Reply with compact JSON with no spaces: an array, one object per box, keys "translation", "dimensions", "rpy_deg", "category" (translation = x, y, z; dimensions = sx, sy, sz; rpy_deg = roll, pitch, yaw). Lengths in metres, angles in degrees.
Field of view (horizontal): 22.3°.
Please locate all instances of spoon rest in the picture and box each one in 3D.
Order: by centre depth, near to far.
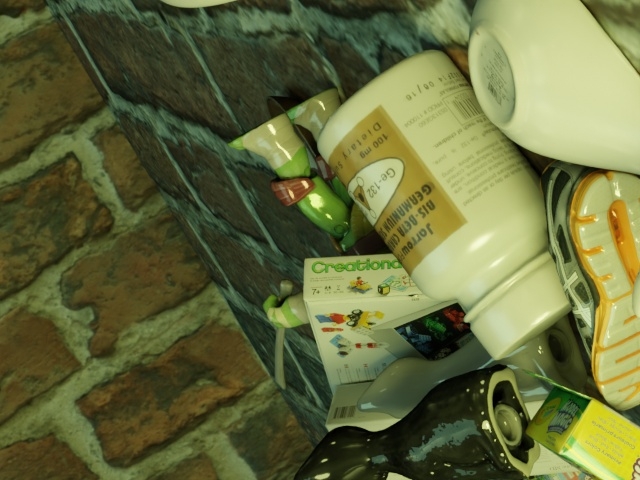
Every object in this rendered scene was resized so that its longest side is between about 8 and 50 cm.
[{"translation":[0.176,-0.074,1.055],"dimensions":[0.137,0.084,0.276],"rpy_deg":[94,155,-49],"category":"spoon rest"}]

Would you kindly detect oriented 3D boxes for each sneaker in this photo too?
[{"translation":[0.211,0.029,1.178],"dimensions":[0.083,0.084,0.215],"rpy_deg":[43,152,55],"category":"sneaker"}]

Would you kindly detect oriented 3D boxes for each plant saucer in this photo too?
[{"translation":[-0.006,-0.094,1.809],"dimensions":[0.168,0.029,0.168],"rpy_deg":[58,173,11],"category":"plant saucer"}]

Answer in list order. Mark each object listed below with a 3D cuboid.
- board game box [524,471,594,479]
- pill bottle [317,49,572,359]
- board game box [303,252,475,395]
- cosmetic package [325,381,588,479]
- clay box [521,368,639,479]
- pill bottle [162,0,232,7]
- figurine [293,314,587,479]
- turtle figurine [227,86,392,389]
[{"translation":[0.276,0.295,1.660],"dimensions":[0.194,0.060,0.194],"rpy_deg":[56,168,8],"category":"board game box"},{"translation":[0.111,-0.026,1.291],"dimensions":[0.229,0.131,0.131],"rpy_deg":[54,168,11],"category":"pill bottle"},{"translation":[0.101,0.110,1.568],"dimensions":[0.305,0.193,0.053],"rpy_deg":[75,-166,-56],"category":"board game box"},{"translation":[0.135,0.175,1.533],"dimensions":[0.060,0.239,0.099],"rpy_deg":[-72,-34,-48],"category":"cosmetic package"},{"translation":[0.246,0.175,1.231],"dimensions":[0.222,0.053,0.127],"rpy_deg":[31,178,-3],"category":"clay box"},{"translation":[-0.117,-0.342,1.290],"dimensions":[0.160,0.160,0.283],"rpy_deg":[41,161,51],"category":"pill bottle"},{"translation":[0.100,0.141,1.396],"dimensions":[0.209,0.215,0.092],"rpy_deg":[-19,104,33],"category":"figurine"},{"translation":[0.000,0.000,1.656],"dimensions":[0.266,0.198,0.274],"rpy_deg":[62,165,-4],"category":"turtle figurine"}]
